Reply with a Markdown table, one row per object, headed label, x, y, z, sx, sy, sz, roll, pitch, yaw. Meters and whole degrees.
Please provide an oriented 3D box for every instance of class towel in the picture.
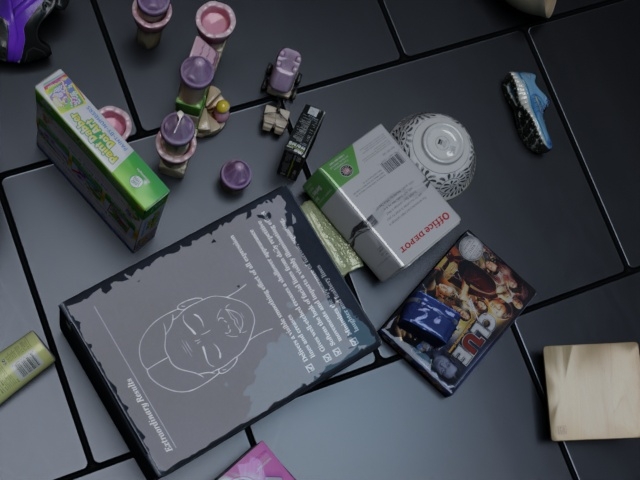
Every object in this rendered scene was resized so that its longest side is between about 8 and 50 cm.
| label | x | y | z | sx | sy | sz | roll | pitch | yaw |
| --- | --- | --- | --- | --- | --- | --- | --- | --- | --- |
| towel | 0.000 | 0.000 | 1.917 | 0.110 | 0.027 | 0.148 | -27 | 82 | -23 |

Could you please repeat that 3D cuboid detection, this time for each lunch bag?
| label | x | y | z | sx | sy | sz | roll | pitch | yaw |
| --- | --- | --- | --- | --- | --- | --- | --- | --- | --- |
| lunch bag | 0.183 | 0.129 | 1.860 | 0.098 | 0.067 | 0.065 | 30 | 72 | -4 |

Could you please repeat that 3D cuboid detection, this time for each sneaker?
| label | x | y | z | sx | sy | sz | roll | pitch | yaw |
| --- | --- | --- | --- | --- | --- | --- | --- | --- | --- |
| sneaker | -0.483 | -0.435 | 1.862 | 0.146 | 0.102 | 0.293 | 2 | 103 | -10 |
| sneaker | 0.393 | -0.238 | 2.050 | 0.073 | 0.063 | 0.162 | -13 | 79 | -18 |

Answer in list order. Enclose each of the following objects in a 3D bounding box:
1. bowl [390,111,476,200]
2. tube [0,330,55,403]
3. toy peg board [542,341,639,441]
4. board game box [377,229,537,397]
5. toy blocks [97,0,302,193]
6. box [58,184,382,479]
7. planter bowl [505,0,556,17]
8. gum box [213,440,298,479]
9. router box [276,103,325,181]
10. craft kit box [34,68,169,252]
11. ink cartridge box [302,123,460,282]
| label | x | y | z | sx | sy | sz | roll | pitch | yaw |
| --- | --- | --- | --- | --- | --- | --- | --- | --- | --- |
| bowl | 0.204 | -0.159 | 1.979 | 0.170 | 0.080 | 0.170 | 3 | 76 | -11 |
| tube | -0.524 | 0.232 | 1.736 | 0.240 | 0.062 | 0.070 | -38 | 42 | -14 |
| toy peg board | 0.465 | 0.263 | 1.937 | 0.161 | 0.079 | 0.161 | -3 | 75 | 3 |
| board game box | 0.234 | 0.123 | 1.931 | 0.165 | 0.042 | 0.243 | 42 | 71 | 1 |
| toy blocks | -0.186 | -0.252 | 1.825 | 0.309 | 0.260 | 0.288 | 18 | 72 | -7 |
| box | -0.160 | 0.148 | 1.751 | 0.395 | 0.212 | 0.293 | -28 | 83 | -18 |
| planter bowl | 0.378 | -0.496 | 2.078 | 0.109 | 0.162 | 0.162 | 10 | 72 | 19 |
| gum box | -0.124 | 0.408 | 1.754 | 0.188 | 0.062 | 0.107 | -39 | 88 | -29 |
| router box | -0.034 | -0.164 | 1.907 | 0.038 | 0.122 | 0.092 | 24 | 71 | -1 |
| craft kit box | -0.346 | -0.116 | 1.762 | 0.061 | 0.246 | 0.250 | -41 | 88 | -18 |
| ink cartridge box | 0.104 | -0.062 | 1.912 | 0.160 | 0.092 | 0.219 | -37 | 86 | -31 |
